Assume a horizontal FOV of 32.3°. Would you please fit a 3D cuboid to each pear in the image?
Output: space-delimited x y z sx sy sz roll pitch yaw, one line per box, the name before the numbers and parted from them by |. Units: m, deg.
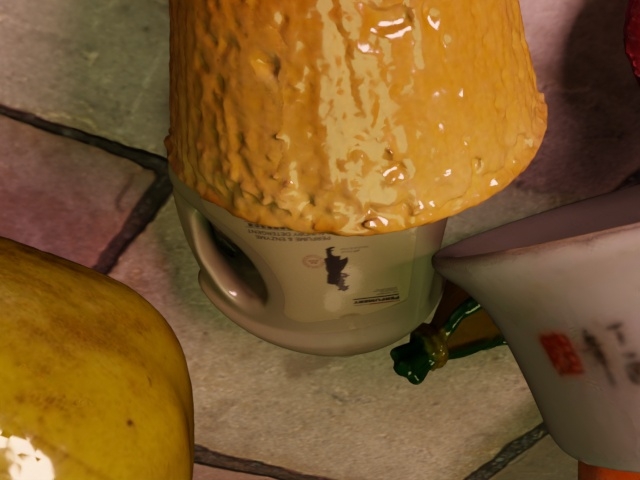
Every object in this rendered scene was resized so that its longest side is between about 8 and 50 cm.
pear | -0.240 0.120 0.716 0.287 0.287 0.375 -32 108 26

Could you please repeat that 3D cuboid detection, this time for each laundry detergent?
laundry detergent | 0.000 0.000 0.738 0.181 0.091 0.253 -4 141 5

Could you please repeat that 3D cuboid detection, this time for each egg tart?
egg tart | 0.013 -0.114 0.550 0.202 0.202 0.147 -7 126 -1

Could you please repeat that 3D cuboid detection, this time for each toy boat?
toy boat | 0.163 0.055 0.833 0.229 0.088 0.089 -9 141 0

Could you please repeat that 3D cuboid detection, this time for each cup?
cup | 0.251 0.039 0.628 0.347 0.163 0.347 -15 -178 1

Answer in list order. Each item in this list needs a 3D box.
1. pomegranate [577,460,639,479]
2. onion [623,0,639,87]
pomegranate | 0.344 0.213 0.912 0.252 0.270 0.229 -10 149 13
onion | 0.255 -0.125 0.636 0.150 0.140 0.150 5 106 19
